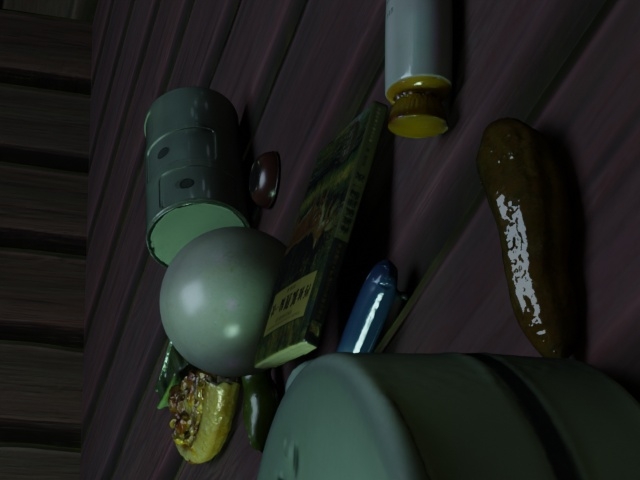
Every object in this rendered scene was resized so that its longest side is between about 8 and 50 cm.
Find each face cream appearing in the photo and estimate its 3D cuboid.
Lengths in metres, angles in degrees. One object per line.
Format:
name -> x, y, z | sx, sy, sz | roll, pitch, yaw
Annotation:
face cream -> 0.078, -0.171, 1.090 | 0.072, 0.051, 0.182 | 138, 137, -65

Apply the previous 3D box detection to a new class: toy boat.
toy boat -> -0.173, 0.089, 1.849 | 0.093, 0.055, 0.293 | -117, 36, -63

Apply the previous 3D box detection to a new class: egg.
egg -> -0.087, 0.061, 1.390 | 0.209, 0.151, 0.151 | 151, 124, -83

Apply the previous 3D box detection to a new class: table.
table -> -0.156, -0.076, 1.721 | 0.220, 0.126, 0.126 | -98, 21, -45

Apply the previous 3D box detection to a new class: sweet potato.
sweet potato -> 0.131, -0.010, 0.853 | 0.054, 0.053, 0.182 | -23, 56, 26

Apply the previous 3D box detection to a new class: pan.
pan -> -0.074, -0.058, 1.616 | 0.115, 0.023, 0.068 | 119, 152, -52

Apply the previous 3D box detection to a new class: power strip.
power strip -> 0.075, 0.231, 0.746 | 0.357, 0.161, 0.358 | -176, 90, -73

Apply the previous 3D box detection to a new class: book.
book -> 0.000, 0.000, 1.239 | 0.160, 0.024, 0.228 | 144, 146, -68

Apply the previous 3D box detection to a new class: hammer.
hammer -> 0.028, 0.099, 1.147 | 0.116, 0.069, 0.194 | -106, 32, -56

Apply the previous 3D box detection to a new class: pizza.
pizza -> -0.153, 0.216, 1.727 | 0.246, 0.058, 0.127 | 155, 120, -69

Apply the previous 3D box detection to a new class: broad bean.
broad bean -> -0.069, 0.113, 1.503 | 0.053, 0.052, 0.256 | 46, -149, -54
